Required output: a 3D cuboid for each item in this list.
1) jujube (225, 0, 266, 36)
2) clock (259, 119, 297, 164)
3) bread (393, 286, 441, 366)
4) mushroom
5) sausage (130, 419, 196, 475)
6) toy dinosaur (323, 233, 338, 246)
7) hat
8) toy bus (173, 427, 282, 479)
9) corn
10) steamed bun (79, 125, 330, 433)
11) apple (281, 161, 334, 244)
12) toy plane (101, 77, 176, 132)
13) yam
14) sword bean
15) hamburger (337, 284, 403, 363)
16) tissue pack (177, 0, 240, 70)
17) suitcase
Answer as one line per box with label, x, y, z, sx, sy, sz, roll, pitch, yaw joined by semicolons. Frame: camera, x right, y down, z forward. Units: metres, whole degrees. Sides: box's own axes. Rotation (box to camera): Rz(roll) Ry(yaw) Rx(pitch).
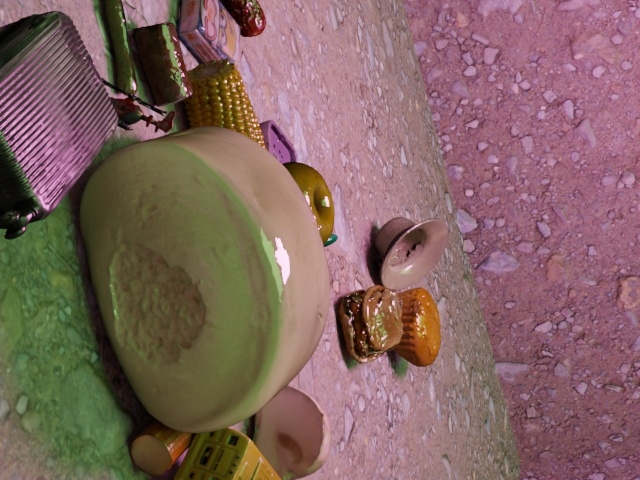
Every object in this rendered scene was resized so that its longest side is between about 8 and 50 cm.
jujube;-0.166;-0.495;2.032;0.129;0.077;0.077;60;26;-20
clock;-0.104;-0.184;2.079;0.152;0.050;0.110;50;36;-54
bread;0.271;0.254;2.751;0.240;0.139;0.239;-9;90;-70
mushroom;-0.035;0.398;1.840;0.173;0.162;0.236;42;44;-57
sausage;-0.220;0.292;1.527;0.234;0.071;0.071;-40;119;-67
toy dinosaur;0.000;0.000;2.209;0.132;0.096;0.059;-19;100;-67
hat;0.234;0.009;2.741;0.130;0.257;0.257;44;-3;35
toy bus;-0.127;0.424;1.577;0.121;0.123;0.335;-66;151;-29
corn;-0.163;-0.145;1.787;0.144;0.144;0.387;-45;120;-66
steamed bun;-0.144;0.039;1.504;0.371;0.290;0.455;-33;106;-68
apple;-0.061;-0.065;1.987;0.196;0.157;0.196;-10;90;-69
toy plane;-0.295;-0.202;1.497;0.060;0.145;0.037;-65;164;-3
yam;-0.271;-0.309;1.653;0.079;0.079;0.141;-51;130;-64
sword bean;-0.337;-0.369;1.562;0.043;0.038;0.269;-24;105;-75
hamburger;0.119;0.212;2.429;0.206;0.130;0.183;-13;91;-51
tissue pack;-0.215;-0.409;1.863;0.155;0.065;0.115;48;37;-56
suitcase;-0.383;-0.149;1.206;0.312;0.128;0.202;-71;145;-54
